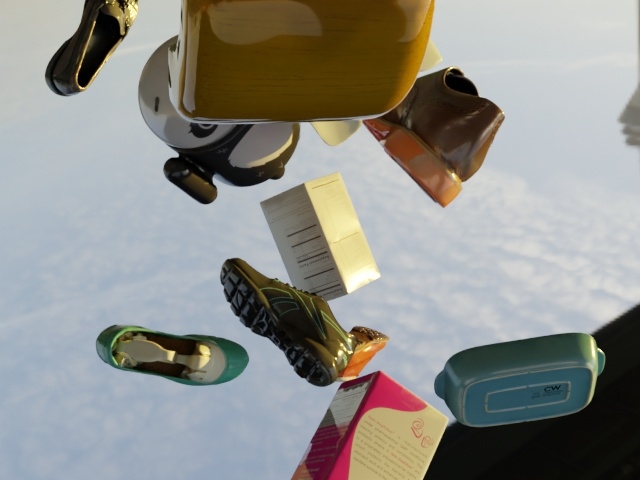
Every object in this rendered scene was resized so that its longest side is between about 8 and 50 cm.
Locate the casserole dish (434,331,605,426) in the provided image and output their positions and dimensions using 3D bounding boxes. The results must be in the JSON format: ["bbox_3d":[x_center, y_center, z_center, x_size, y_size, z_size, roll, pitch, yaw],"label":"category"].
[{"bbox_3d":[0.218,0.156,0.925,0.188,0.114,0.037,-9,-138,-1],"label":"casserole dish"}]

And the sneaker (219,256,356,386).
[{"bbox_3d":[-0.055,0.121,1.415,0.267,0.101,0.106,45,-126,8],"label":"sneaker"}]

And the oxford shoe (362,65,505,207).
[{"bbox_3d":[0.140,-0.149,1.078,0.132,0.130,0.364,-44,-159,8],"label":"oxford shoe"}]

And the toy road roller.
[{"bbox_3d":[0.002,-0.162,0.442,0.202,0.241,0.329,-5,-155,-16],"label":"toy road roller"}]

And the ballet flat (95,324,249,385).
[{"bbox_3d":[-0.223,0.183,1.328,0.247,0.083,0.087,12,179,-20],"label":"ballet flat"}]

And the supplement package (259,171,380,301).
[{"bbox_3d":[0.000,0.000,1.806,0.133,0.244,0.139,-21,180,38],"label":"supplement package"}]

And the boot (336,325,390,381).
[{"bbox_3d":[0.066,0.202,1.527,0.059,0.085,0.158,21,-163,31],"label":"boot"}]

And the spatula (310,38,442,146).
[{"bbox_3d":[-0.002,-0.224,0.777,0.168,0.242,0.019,-40,-165,-21],"label":"spatula"}]

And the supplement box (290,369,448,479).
[{"bbox_3d":[0.042,0.279,1.010,0.220,0.111,0.114,-59,-168,-27],"label":"supplement box"}]

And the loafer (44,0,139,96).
[{"bbox_3d":[-0.374,-0.362,1.490,0.084,0.096,0.268,15,-107,43],"label":"loafer"}]

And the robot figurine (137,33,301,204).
[{"bbox_3d":[-0.131,-0.177,1.203,0.173,0.209,0.278,-20,156,17],"label":"robot figurine"}]
